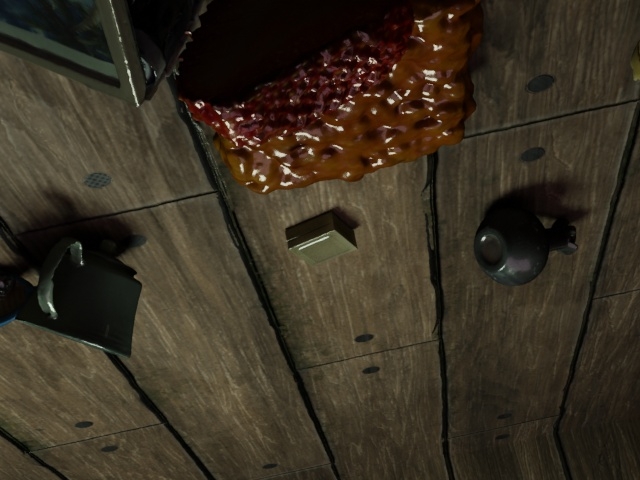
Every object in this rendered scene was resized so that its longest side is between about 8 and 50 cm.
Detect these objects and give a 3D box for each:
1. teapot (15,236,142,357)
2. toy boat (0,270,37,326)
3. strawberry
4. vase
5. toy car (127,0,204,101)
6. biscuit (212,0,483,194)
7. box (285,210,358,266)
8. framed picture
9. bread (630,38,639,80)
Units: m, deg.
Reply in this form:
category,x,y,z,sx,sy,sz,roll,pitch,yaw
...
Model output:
category,x,y,z,sx,sy,sz,roll,pitch,yaw
teapot,-0.315,0.065,1.417,0.163,0.148,0.239,16,169,19
toy boat,-0.496,0.078,1.416,0.223,0.100,0.097,-4,157,-23
strawberry,-0.012,-0.176,0.910,0.188,0.286,0.106,20,147,34
vase,0.320,0.004,1.581,0.183,0.120,0.120,-8,154,-37
toy car,-0.184,-0.247,0.870,0.158,0.172,0.235,14,151,13
biscuit,0.026,-0.176,1.139,0.318,0.110,0.312,-11,154,-1
box,0.000,0.000,1.521,0.083,0.035,0.079,-21,150,19
framed picture,-0.284,-0.234,0.799,0.315,0.024,0.232,22,150,16
bread,0.508,-0.245,1.091,0.316,0.211,0.270,-12,151,-5
